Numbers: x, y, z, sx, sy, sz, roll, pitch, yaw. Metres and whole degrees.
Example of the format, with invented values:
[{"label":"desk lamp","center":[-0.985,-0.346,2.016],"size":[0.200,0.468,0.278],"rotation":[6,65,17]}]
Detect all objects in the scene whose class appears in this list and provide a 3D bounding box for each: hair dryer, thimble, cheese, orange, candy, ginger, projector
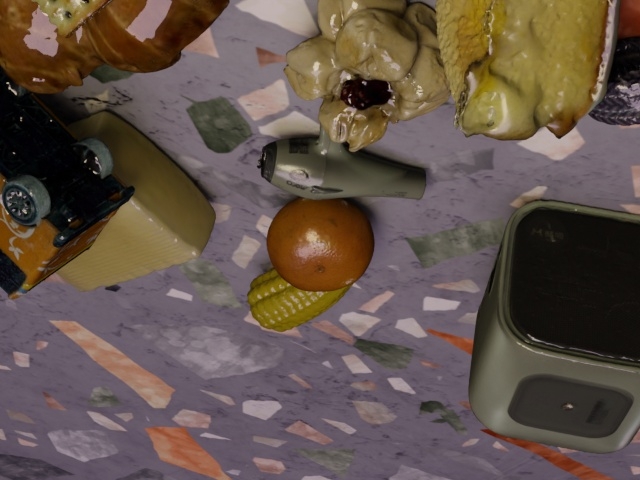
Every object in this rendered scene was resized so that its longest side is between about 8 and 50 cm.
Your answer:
[{"label":"hair dryer","center":[0.060,-0.123,1.413],"size":[0.219,0.088,0.225],"rotation":[23,130,-26]},{"label":"thimble","center":[0.339,-0.180,1.207],"size":[0.104,0.095,0.066],"rotation":[29,156,50]},{"label":"cheese","center":[-0.326,-0.049,1.577],"size":[0.265,0.124,0.242],"rotation":[-16,138,35]},{"label":"orange","center":[0.000,0.000,1.546],"size":[0.156,0.124,0.156],"rotation":[-1,132,-1]},{"label":"candy","center":[-0.018,0.072,1.679],"size":[0.106,0.094,0.199],"rotation":[24,144,-36]},{"label":"ginger","center":[-0.227,-0.310,1.155],"size":[0.357,0.152,0.274],"rotation":[-7,112,21]},{"label":"projector","center":[0.350,0.122,1.492],"size":[0.248,0.249,0.249],"rotation":[10,146,4]}]

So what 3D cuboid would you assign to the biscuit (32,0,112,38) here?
[{"label":"biscuit","center":[-0.272,-0.313,1.070],"size":[0.144,0.016,0.203],"rotation":[-31,102,29]}]

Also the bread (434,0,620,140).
[{"label":"bread","center":[0.206,-0.236,1.127],"size":[0.174,0.133,0.252],"rotation":[-9,119,-18]}]

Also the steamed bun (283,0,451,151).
[{"label":"steamed bun","center":[0.053,-0.198,1.233],"size":[0.177,0.106,0.192],"rotation":[-30,122,29]}]

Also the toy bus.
[{"label":"toy bus","center":[-0.423,-0.102,1.383],"size":[0.323,0.162,0.194],"rotation":[44,130,2]}]
